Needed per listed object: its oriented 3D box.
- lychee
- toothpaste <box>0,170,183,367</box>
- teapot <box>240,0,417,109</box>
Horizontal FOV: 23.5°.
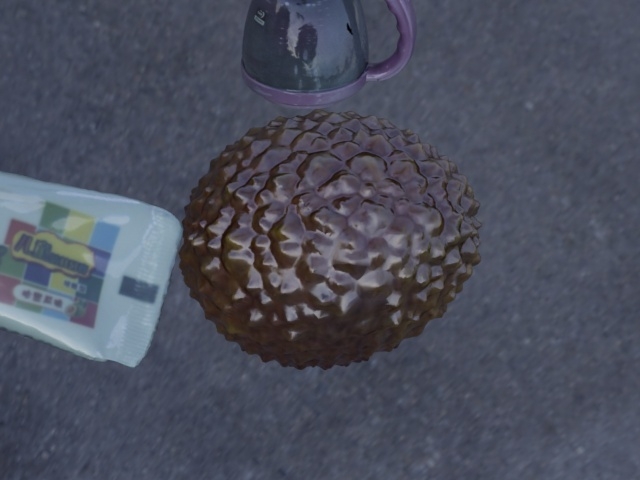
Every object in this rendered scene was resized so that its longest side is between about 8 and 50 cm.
[{"bbox_3d":[0.000,0.000,1.083,0.200,0.238,0.200,15,67,-39],"label":"lychee"},{"bbox_3d":[-0.181,-0.014,0.591,0.256,0.037,0.067,16,73,-10],"label":"toothpaste"},{"bbox_3d":[-0.001,-0.192,1.350,0.148,0.146,0.116,26,43,30],"label":"teapot"}]
